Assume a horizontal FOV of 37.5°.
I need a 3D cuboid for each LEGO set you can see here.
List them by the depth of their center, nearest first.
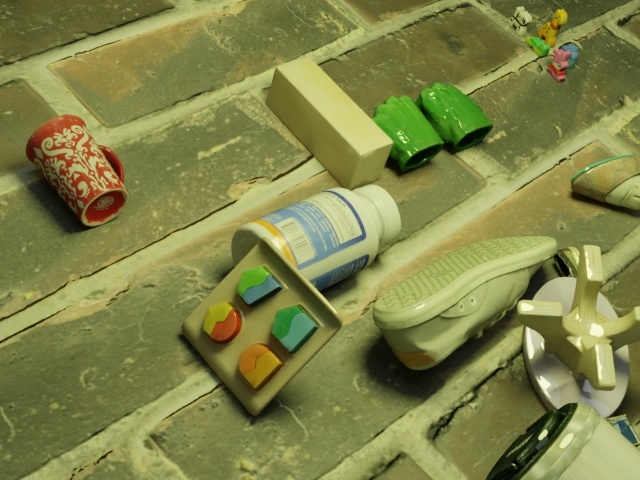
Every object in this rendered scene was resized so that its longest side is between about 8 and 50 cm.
[{"bbox_3d":[0.549,-0.487,2.227,0.087,0.093,0.227,-12,54,-26],"label":"LEGO set"}]

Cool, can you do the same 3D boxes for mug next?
[{"bbox_3d":[-0.392,-0.121,1.600,0.150,0.113,0.169,-25,64,-31],"label":"mug"}]

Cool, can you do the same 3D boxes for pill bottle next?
[{"bbox_3d":[0.000,0.000,1.582,0.272,0.152,0.152,-24,60,-34],"label":"pill bottle"}]

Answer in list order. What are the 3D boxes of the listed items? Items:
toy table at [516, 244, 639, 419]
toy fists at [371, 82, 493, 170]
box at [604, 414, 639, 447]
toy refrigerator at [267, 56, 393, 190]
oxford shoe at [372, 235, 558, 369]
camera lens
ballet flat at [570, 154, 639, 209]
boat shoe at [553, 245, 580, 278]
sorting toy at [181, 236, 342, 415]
[{"bbox_3d":[0.433,0.150,1.548,0.252,0.161,0.274,-6,57,-7],"label":"toy table"},{"bbox_3d":[0.213,-0.234,1.899,0.279,0.096,0.142,-22,69,-34],"label":"toy fists"},{"bbox_3d":[0.414,0.323,1.483,0.169,0.059,0.054,-7,54,-22],"label":"box"},{"bbox_3d":[0.017,-0.230,1.827,0.094,0.102,0.269,-23,59,-33],"label":"toy refrigerator"},{"bbox_3d":[0.257,0.094,1.606,0.449,0.169,0.130,-26,105,-42],"label":"oxford shoe"},{"bbox_3d":[0.376,0.379,1.297,0.274,0.219,0.219,43,50,10],"label":"camera lens"},{"bbox_3d":[0.657,-0.121,1.930,0.316,0.107,0.106,-14,62,-26],"label":"ballet flat"},{"bbox_3d":[0.466,0.079,1.727,0.049,0.056,0.152,-8,51,-5],"label":"boat shoe"},{"bbox_3d":[-0.095,0.128,1.421,0.193,0.208,0.038,46,10,23],"label":"sorting toy"}]
